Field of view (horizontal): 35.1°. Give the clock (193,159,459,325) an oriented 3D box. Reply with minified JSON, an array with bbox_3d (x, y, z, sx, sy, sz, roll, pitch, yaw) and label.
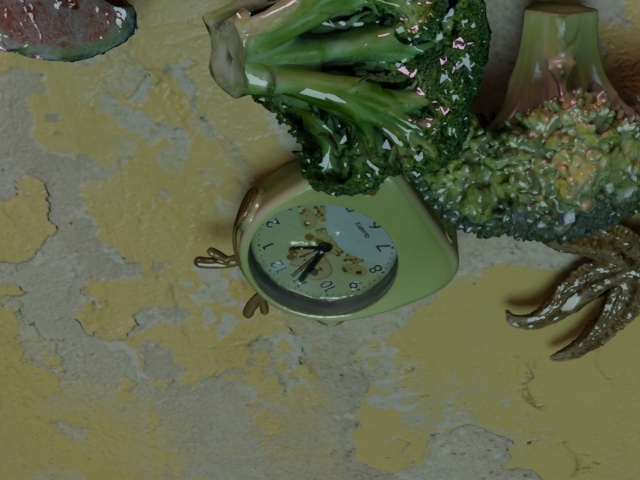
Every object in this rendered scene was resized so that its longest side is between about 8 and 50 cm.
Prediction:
[{"bbox_3d":[0.000,0.000,1.265,0.308,0.096,0.235,-23,126,22],"label":"clock"}]

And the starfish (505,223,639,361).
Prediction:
[{"bbox_3d":[0.400,0.049,1.277,0.327,0.094,0.375,15,137,5],"label":"starfish"}]

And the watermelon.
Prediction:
[{"bbox_3d":[-0.279,-0.268,1.081,0.187,0.071,0.139,1,124,14],"label":"watermelon"}]

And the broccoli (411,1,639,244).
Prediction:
[{"bbox_3d":[0.256,-0.103,1.083,0.288,0.235,0.260,-15,141,-32],"label":"broccoli"}]

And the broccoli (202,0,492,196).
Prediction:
[{"bbox_3d":[0.015,-0.188,0.982,0.275,0.308,0.308,-15,139,-32],"label":"broccoli"}]
